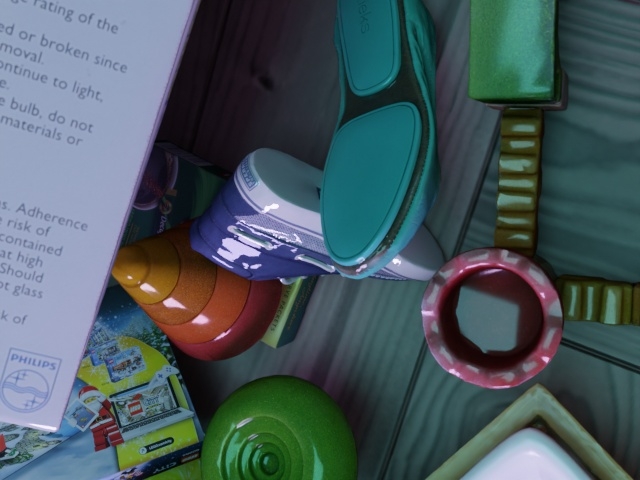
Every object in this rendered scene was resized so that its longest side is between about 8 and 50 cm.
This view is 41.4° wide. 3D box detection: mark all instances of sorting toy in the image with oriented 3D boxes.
[{"bbox_3d":[-0.064,0.132,0.582,0.127,0.126,0.366,-30,67,19],"label":"sorting toy"}]

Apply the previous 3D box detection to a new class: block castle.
[{"bbox_3d":[0.222,-0.135,0.491,0.303,0.213,0.453,3,96,21],"label":"block castle"}]

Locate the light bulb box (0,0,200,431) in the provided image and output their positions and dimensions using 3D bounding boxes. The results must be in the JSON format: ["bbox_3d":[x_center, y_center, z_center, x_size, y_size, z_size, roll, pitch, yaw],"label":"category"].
[{"bbox_3d":[-0.212,-0.136,0.558,0.225,0.358,0.361,17,103,-16],"label":"light bulb box"}]

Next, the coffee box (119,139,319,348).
[{"bbox_3d":[-0.086,0.000,0.714,0.184,0.040,0.113,28,103,17],"label":"coffee box"}]

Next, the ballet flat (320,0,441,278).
[{"bbox_3d":[0.053,-0.079,0.593,0.083,0.087,0.247,-16,59,33],"label":"ballet flat"}]

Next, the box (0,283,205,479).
[{"bbox_3d":[-0.227,0.137,0.681,0.233,0.044,0.159,-17,61,-18],"label":"box"}]

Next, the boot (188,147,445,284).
[{"bbox_3d":[0.000,0.000,0.628,0.086,0.190,0.069,-42,38,33],"label":"boot"}]

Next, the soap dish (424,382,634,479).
[{"bbox_3d":[0.136,0.273,0.611,0.229,0.118,0.291,47,108,11],"label":"soap dish"}]

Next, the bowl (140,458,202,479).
[{"bbox_3d":[-0.229,0.271,0.733,0.289,0.156,0.289,2,95,21],"label":"bowl"}]
